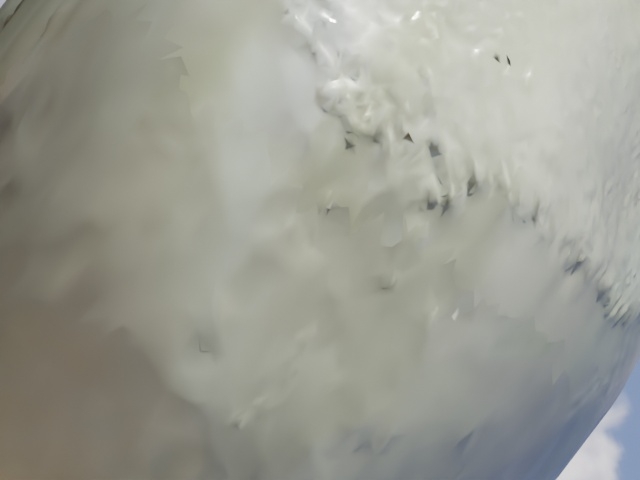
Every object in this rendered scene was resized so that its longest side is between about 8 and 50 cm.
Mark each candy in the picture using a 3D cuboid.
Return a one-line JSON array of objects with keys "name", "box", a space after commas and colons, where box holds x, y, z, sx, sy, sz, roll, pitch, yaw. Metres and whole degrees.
[{"name": "candy", "box": [0.000, 0.000, 0.507, 0.185, 0.295, 0.295, 31, -16, 5]}]
